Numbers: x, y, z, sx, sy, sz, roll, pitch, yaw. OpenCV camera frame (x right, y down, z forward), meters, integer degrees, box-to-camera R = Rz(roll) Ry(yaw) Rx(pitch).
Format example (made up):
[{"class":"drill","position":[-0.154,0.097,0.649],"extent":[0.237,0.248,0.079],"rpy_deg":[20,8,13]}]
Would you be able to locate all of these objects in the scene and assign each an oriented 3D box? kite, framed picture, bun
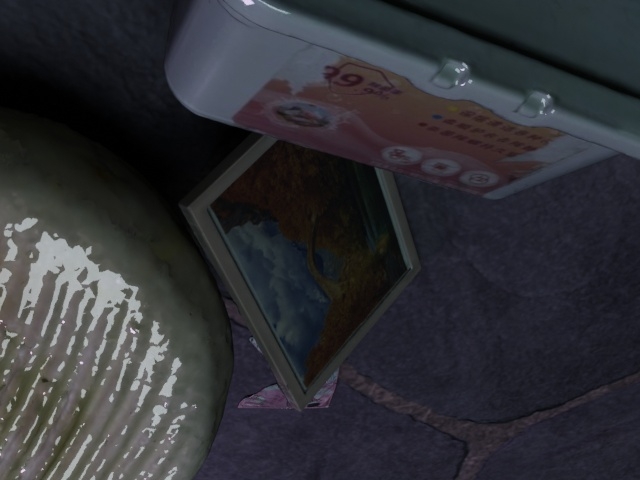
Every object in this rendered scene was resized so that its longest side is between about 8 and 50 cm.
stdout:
[{"class":"kite","position":[-0.037,0.145,0.863],"extent":[0.137,0.005,0.152],"rpy_deg":[-33,129,18]},{"class":"framed picture","position":[0.000,0.000,0.648],"extent":[0.184,0.016,0.250],"rpy_deg":[-47,137,-25]},{"class":"bun","position":[-0.248,0.071,0.611],"extent":[0.365,0.219,0.365],"rpy_deg":[-6,118,-12]}]

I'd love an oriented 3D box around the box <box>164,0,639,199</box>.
[{"class":"box","position":[0.060,-0.131,0.498],"extent":[0.311,0.175,0.182],"rpy_deg":[13,160,-21]}]
